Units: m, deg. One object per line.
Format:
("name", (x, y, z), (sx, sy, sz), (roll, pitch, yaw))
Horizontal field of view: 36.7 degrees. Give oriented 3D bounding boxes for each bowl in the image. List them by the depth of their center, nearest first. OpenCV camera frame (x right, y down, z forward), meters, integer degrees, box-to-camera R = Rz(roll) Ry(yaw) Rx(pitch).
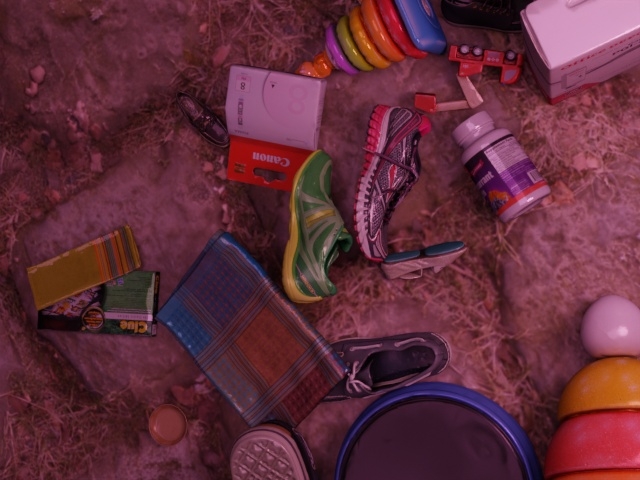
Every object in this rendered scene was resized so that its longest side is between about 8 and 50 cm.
("bowl", (0.211, 0.460, 1.775), (0.391, 0.077, 0.391), (-1, 86, 14))

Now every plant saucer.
("plant saucer", (-0.304, 0.371, 1.938), (0.083, 0.015, 0.083), (-1, 86, 14))

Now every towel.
("towel", (-0.141, 0.192, 1.847), (0.370, 0.040, 0.271), (48, 121, 13))
("towel", (-0.486, 0.054, 1.974), (0.237, 0.021, 0.102), (-23, 65, 4))

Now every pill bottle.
("pill bottle", (0.326, -0.138, 1.769), (0.108, 0.108, 0.193), (-34, 79, 9))

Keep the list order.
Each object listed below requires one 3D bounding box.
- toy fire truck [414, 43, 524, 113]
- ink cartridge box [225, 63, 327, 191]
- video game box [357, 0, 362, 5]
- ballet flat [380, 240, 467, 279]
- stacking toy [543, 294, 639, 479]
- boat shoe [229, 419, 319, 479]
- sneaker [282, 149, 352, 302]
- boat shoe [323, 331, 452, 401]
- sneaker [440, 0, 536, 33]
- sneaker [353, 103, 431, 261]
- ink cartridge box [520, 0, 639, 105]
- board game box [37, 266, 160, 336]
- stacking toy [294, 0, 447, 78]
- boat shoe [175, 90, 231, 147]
("toy fire truck", (0.279, -0.300, 1.815), (0.192, 0.047, 0.135), (9, 104, 5))
("ink cartridge box", (-0.095, -0.214, 1.876), (0.189, 0.066, 0.232), (12, 101, 15))
("video game box", (0.120, -0.579, 1.882), (0.205, 0.048, 0.187), (-36, 76, 9))
("ballet flat", (0.199, 0.040, 1.825), (0.168, 0.057, 0.052), (-10, 112, 17))
("stacking toy", (0.512, 0.320, 1.625), (0.350, 0.350, 0.480), (-2, 71, 14))
("boat shoe", (-0.051, 0.565, 1.797), (0.186, 0.156, 0.500), (-11, 99, 11))
("sneaker", (0.003, -0.024, 1.810), (0.123, 0.109, 0.296), (2, 75, 12))
("boat shoe", (0.085, 0.237, 1.807), (0.319, 0.099, 0.116), (-13, 86, 14))
("sneaker", (0.330, -0.438, 1.782), (0.222, 0.118, 0.083), (0, 86, 14))
("sneaker", (0.130, -0.107, 1.810), (0.112, 0.121, 0.299), (9, 88, 12))
("ink cartridge box", (0.463, -0.352, 1.659), (0.207, 0.283, 0.117), (-25, 81, 11))
("board game box", (-0.459, 0.125, 1.987), (0.259, 0.030, 0.136), (3, 85, 14))
("stacking toy", (0.074, -0.376, 1.843), (0.301, 0.175, 0.166), (-25, 86, 25))
("boat shoe", (-0.241, -0.245, 1.946), (0.152, 0.049, 0.056), (41, 96, 13))
